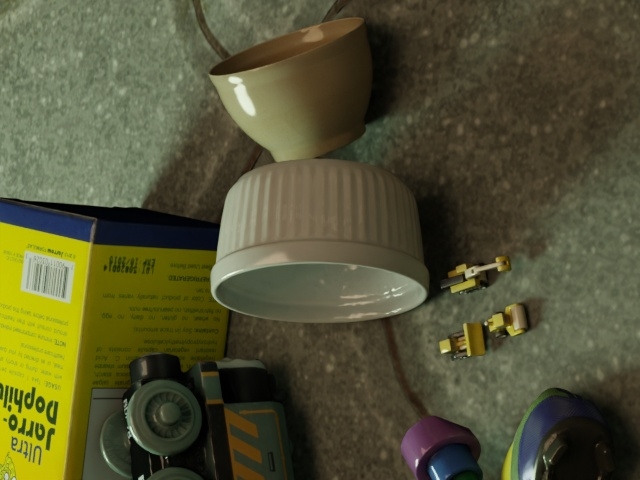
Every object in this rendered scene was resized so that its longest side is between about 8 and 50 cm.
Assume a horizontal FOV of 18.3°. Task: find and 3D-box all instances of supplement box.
[{"bbox_3d":[-0.240,0.145,2.128,0.195,0.194,0.356,11,95,47],"label":"supplement box"}]

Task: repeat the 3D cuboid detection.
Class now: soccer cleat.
[{"bbox_3d":[0.188,0.266,1.749,0.121,0.093,0.289,-110,33,-67],"label":"soccer cleat"}]

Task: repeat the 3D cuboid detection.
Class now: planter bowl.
[{"bbox_3d":[-0.017,-0.141,1.952,0.162,0.162,0.109,-3,110,48],"label":"planter bowl"}]

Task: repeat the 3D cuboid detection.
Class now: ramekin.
[{"bbox_3d":[0.000,0.000,1.877,0.207,0.207,0.109,-18,65,46],"label":"ramekin"}]

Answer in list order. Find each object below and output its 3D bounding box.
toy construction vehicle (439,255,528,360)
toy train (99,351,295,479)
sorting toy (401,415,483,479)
[{"bbox_3d":[0.143,0.062,1.832,0.098,0.035,0.086,-18,74,46],"label":"toy construction vehicle"},{"bbox_3d":[-0.105,0.271,1.976,0.142,0.190,0.334,137,127,-58],"label":"toy train"},{"bbox_3d":[0.060,0.334,1.822,0.365,0.127,0.126,-60,39,26],"label":"sorting toy"}]
